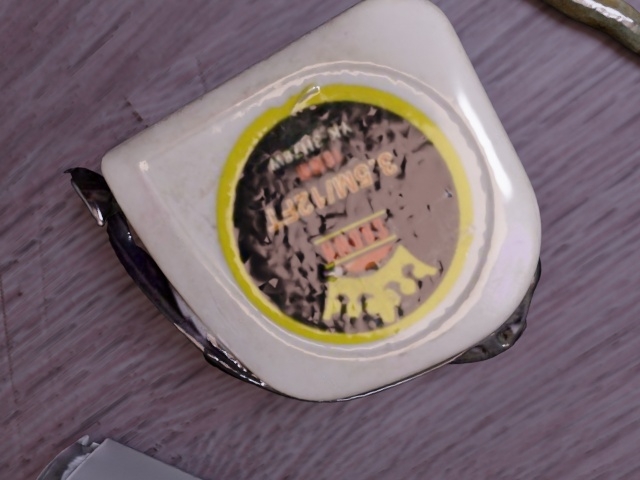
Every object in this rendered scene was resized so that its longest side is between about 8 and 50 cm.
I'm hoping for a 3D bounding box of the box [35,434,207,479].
[{"bbox_3d":[-0.082,0.305,0.504,0.333,0.145,0.173,23,100,2],"label":"box"}]

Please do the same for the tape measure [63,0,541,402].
[{"bbox_3d":[0.000,0.000,0.447,0.271,0.133,0.231,-25,89,12],"label":"tape measure"}]

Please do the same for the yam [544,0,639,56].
[{"bbox_3d":[0.179,-0.157,0.446,0.234,0.029,0.027,31,130,-1],"label":"yam"}]
